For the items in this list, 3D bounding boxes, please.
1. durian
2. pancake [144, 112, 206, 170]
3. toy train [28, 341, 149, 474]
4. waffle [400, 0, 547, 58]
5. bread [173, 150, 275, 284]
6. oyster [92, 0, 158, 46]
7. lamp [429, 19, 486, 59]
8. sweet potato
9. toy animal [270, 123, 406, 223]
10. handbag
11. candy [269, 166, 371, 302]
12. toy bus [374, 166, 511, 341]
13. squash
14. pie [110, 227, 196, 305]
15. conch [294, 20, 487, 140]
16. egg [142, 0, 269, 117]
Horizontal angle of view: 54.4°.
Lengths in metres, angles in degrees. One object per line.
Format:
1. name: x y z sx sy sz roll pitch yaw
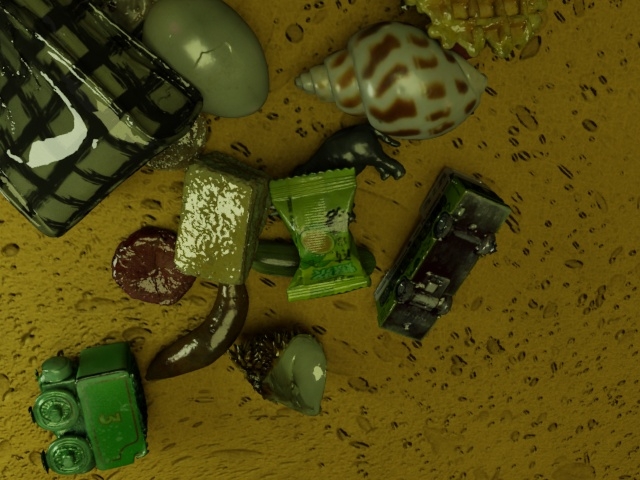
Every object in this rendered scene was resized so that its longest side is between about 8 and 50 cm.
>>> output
1. durian: -0.064 0.236 1.141 0.144 0.139 0.252 -25 146 10
2. pancake: -0.252 -0.176 1.009 0.139 0.022 0.140 -2 113 -5
3. toy train: -0.417 0.311 1.141 0.188 0.132 0.243 -8 114 -13
4. waffle: 0.224 -0.401 0.900 0.262 0.060 0.280 40 77 -8
5. bread: -0.159 -0.034 1.018 0.138 0.102 0.196 20 112 19
6. oyster: -0.262 -0.372 0.905 0.345 0.079 0.129 -35 133 6
7. lamp: 0.217 -0.333 0.965 0.107 0.092 0.108 -13 110 -40
8. sweet potato: -0.197 0.149 1.125 0.108 0.079 0.346 32 102 -6
9. toy animal: 0.017 -0.094 1.050 0.269 0.082 0.137 -33 110 14
10. handbag: -0.383 -0.198 0.858 0.325 0.162 0.327 -29 112 38
11. candy: 0.000 0.000 1.014 0.149 0.069 0.246 -9 119 2
12. toy bus: 0.202 0.026 1.097 0.113 0.139 0.302 21 116 -15
13. squash: -0.013 0.037 1.110 0.228 0.066 0.066 5 112 -9
14. pie: -0.289 0.049 1.091 0.153 0.038 0.154 -4 114 -8
15. conch: 0.105 -0.238 0.949 0.274 0.149 0.183 17 130 19
16. egg: -0.162 -0.267 0.913 0.151 0.151 0.209 -44 118 11
